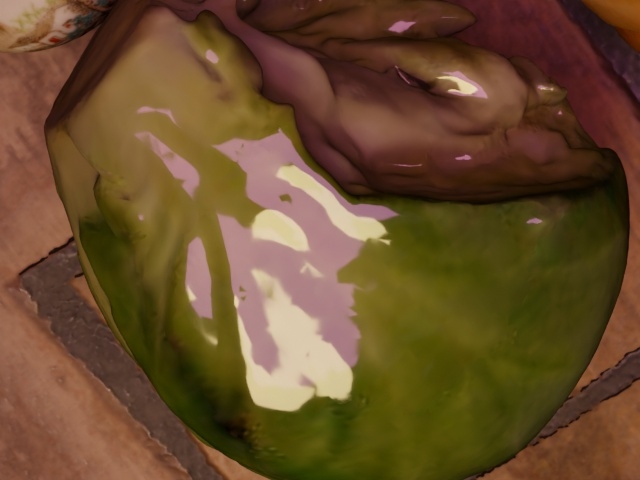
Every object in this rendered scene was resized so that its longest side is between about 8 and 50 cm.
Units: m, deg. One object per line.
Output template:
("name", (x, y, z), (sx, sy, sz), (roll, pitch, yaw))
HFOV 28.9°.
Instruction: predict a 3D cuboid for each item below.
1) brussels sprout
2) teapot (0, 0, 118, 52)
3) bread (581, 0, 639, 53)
("brussels sprout", (0.000, 0.000, 0.791), (0.371, 0.276, 0.314), (27, 112, -13))
("teapot", (-0.186, -0.229, 0.787), (0.298, 0.139, 0.204), (-32, 66, 23))
("bread", (0.279, -0.250, 0.765), (0.270, 0.211, 0.316), (44, 104, -10))
